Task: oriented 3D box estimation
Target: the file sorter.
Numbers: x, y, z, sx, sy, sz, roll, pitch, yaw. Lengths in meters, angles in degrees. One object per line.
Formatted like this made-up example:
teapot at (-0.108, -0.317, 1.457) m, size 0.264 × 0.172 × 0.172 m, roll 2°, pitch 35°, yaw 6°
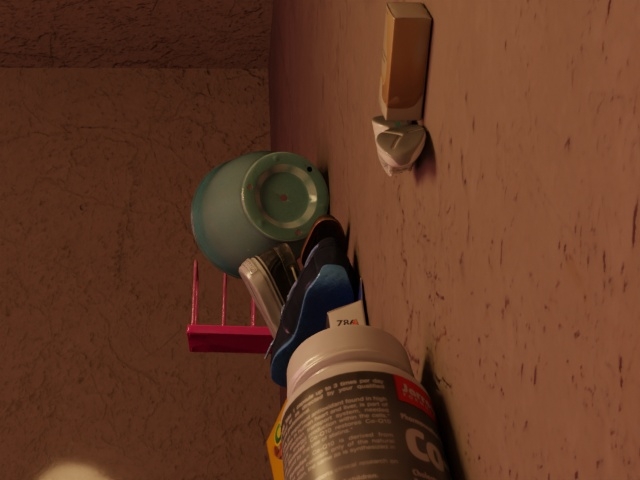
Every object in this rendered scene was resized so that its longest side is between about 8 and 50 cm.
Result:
file sorter at (-0.154, 0.153, 2.257) m, size 0.202 × 0.290 × 0.182 m, roll 106°, pitch 165°, yaw -70°

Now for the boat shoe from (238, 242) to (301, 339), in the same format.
boat shoe at (-0.032, 0.156, 1.838) m, size 0.121 × 0.119 × 0.335 m, roll 44°, pitch 161°, yaw 58°

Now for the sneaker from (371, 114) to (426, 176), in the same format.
sneaker at (0.088, -0.097, 1.069) m, size 0.152 × 0.053 × 0.061 m, roll -90°, pitch -8°, yaw -72°

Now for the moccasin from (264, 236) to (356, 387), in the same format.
moccasin at (0.000, 0.131, 1.671) m, size 0.342 × 0.137 × 0.117 m, roll 116°, pitch 160°, yaw -46°

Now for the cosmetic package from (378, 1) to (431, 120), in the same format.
cosmetic package at (0.089, -0.191, 1.049) m, size 0.060 × 0.041 × 0.115 m, roll -101°, pitch 11°, yaw -61°

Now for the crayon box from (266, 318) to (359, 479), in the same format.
crayon box at (0.014, 0.263, 1.236) m, size 0.318 × 0.081 × 0.202 m, roll -110°, pitch 37°, yaw -56°

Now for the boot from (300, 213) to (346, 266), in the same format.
boot at (0.000, 0.000, 1.739) m, size 0.219 × 0.082 × 0.106 m, roll 94°, pitch 170°, yaw -53°

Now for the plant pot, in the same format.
plant pot at (-0.108, -0.069, 2.026) m, size 0.255 × 0.271 × 0.272 m, roll 154°, pitch 116°, yaw -67°

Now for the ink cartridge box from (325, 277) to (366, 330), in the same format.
ink cartridge box at (0.043, 0.231, 1.453) m, size 0.165 × 0.065 × 0.333 m, roll 94°, pitch 173°, yaw -45°

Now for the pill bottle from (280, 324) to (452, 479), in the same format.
pill bottle at (0.044, 0.223, 0.960) m, size 0.283 × 0.161 × 0.161 m, roll -98°, pitch 10°, yaw -53°
